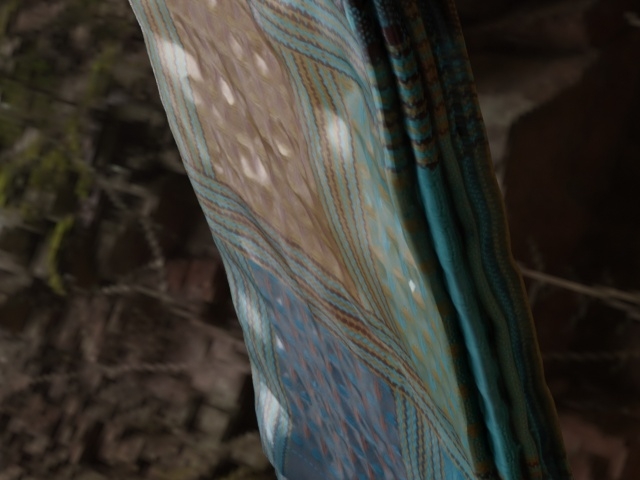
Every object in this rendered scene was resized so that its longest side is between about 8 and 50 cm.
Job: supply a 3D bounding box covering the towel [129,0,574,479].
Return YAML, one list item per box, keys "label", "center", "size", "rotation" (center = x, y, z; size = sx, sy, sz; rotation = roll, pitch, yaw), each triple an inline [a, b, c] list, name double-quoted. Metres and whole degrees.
- label: "towel"
  center: [0.000, 0.000, 0.657]
  size: [0.040, 0.271, 0.370]
  rotation: [-27, -56, -14]
